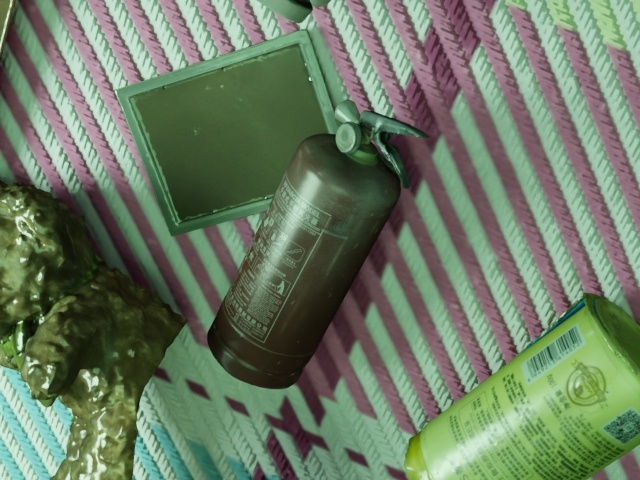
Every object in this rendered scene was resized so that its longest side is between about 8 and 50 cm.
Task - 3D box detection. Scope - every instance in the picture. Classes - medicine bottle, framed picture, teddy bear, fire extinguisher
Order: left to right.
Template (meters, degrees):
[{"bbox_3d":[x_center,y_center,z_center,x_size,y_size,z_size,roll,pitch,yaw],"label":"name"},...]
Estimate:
[{"bbox_3d":[-0.245,0.112,0.913,0.222,0.246,0.296,22,85,-16],"label":"teddy bear"},{"bbox_3d":[-0.073,-0.090,0.913,0.183,0.011,0.142,-15,106,17],"label":"framed picture"},{"bbox_3d":[0.000,0.000,0.873,0.104,0.105,0.269,29,117,1],"label":"fire extinguisher"},{"bbox_3d":[0.180,0.160,0.894,0.124,0.124,0.239,45,114,-6],"label":"medicine bottle"}]

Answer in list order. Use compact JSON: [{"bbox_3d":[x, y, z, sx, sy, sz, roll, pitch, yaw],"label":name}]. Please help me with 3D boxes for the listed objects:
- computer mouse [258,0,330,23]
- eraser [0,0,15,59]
[{"bbox_3d":[-0.070,-0.267,0.774,0.082,0.145,0.236,-32,102,27],"label":"computer mouse"},{"bbox_3d":[-0.367,-0.154,0.899,0.171,0.087,0.291,12,115,-23],"label":"eraser"}]
